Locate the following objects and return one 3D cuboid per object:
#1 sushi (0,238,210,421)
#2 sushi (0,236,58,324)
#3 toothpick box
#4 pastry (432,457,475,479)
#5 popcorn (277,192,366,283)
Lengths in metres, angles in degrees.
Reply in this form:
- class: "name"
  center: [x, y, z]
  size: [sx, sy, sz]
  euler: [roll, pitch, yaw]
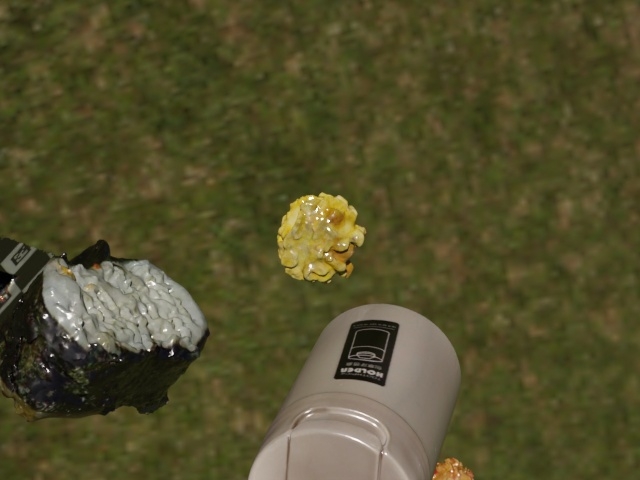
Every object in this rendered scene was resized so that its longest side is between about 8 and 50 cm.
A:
- class: "sushi"
  center: [-0.199, 0.078, 1.702]
  size: [0.147, 0.115, 0.212]
  euler: [51, 23, 13]
- class: "sushi"
  center: [-0.379, 0.101, 1.925]
  size: [0.279, 0.043, 0.192]
  euler: [-53, 164, 4]
- class: "toothpick box"
  center: [0.026, 0.127, 1.302]
  size: [0.111, 0.111, 0.180]
  euler: [64, 22, -16]
- class: "pastry"
  center: [0.071, 0.260, 1.948]
  size: [0.169, 0.063, 0.087]
  euler: [-7, 89, -25]
- class: "popcorn"
  center: [0.000, 0.000, 1.760]
  size: [0.083, 0.082, 0.057]
  euler: [50, 3, -8]
